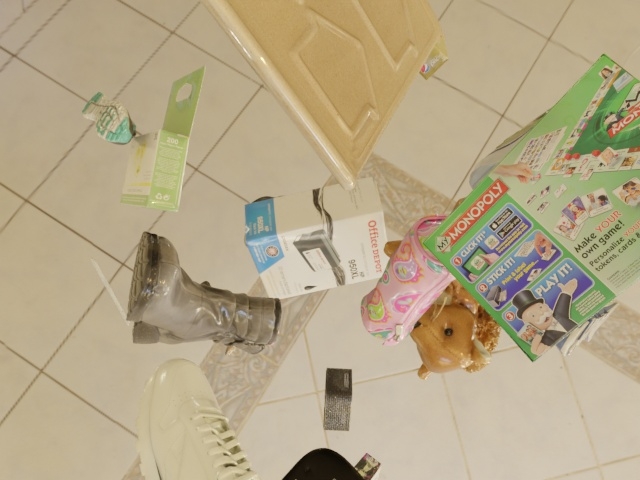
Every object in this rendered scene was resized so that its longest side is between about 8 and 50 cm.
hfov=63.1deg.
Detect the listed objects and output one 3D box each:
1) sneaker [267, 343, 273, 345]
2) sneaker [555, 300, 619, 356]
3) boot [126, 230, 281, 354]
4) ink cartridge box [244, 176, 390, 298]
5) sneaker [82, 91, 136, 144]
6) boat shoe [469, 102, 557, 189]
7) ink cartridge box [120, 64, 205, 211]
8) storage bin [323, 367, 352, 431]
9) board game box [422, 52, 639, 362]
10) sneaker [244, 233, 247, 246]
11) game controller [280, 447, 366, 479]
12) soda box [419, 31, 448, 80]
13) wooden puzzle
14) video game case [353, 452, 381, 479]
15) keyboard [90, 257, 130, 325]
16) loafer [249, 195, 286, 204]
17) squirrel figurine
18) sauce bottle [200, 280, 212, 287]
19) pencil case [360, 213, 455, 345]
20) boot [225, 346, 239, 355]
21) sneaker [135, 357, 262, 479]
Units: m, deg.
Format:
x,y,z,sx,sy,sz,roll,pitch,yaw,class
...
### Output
x,y,z,sx,sy,sz,roll,pitch,yaw,class
-0.156,0.267,1.493,0.057,0.119,0.047,-6,56,-22,sneaker
0.573,0.152,1.242,0.182,0.316,0.127,42,118,32,sneaker
-0.159,0.089,0.773,0.223,0.338,0.118,9,69,-13,boot
0.000,0.000,1.569,0.395,0.285,0.166,-13,44,3,ink cartridge box
-0.334,-0.194,0.868,0.065,0.076,0.166,-50,46,3,sneaker
0.392,-0.158,0.993,0.109,0.302,0.094,40,71,-2,boat shoe
-0.263,-0.167,0.859,0.056,0.171,0.234,10,90,-34,ink cartridge box
0.054,0.504,1.653,0.085,0.180,0.122,3,32,0,storage bin
0.308,-0.032,0.643,0.213,0.046,0.317,51,117,22,board game box
-0.126,-0.012,1.725,0.268,0.106,0.101,-3,100,-40,sneaker
-0.038,0.388,0.584,0.166,0.067,0.319,51,46,4,game controller
0.210,-0.391,1.045,0.061,0.058,0.181,37,33,-18,soda box
-0.009,-0.272,0.560,0.322,0.081,0.347,50,50,-30,wooden puzzle
0.023,0.533,0.966,0.042,0.232,0.210,31,46,28,video game case
-0.707,0.172,1.750,0.014,0.072,0.255,-30,101,-28,keyboard
-0.163,-0.117,1.783,0.170,0.062,0.061,-15,33,-27,loafer
0.343,0.172,1.276,0.397,0.281,0.370,42,39,-30,squirrel figurine
-0.240,0.147,1.227,0.042,0.042,0.128,-36,63,-11,sauce bottle
0.165,0.079,0.930,0.124,0.284,0.124,10,50,-13,pencil case
-0.261,0.359,1.793,0.087,0.042,0.118,21,57,15,boot
-0.095,0.204,0.454,0.095,0.090,0.235,-37,54,24,sneaker
